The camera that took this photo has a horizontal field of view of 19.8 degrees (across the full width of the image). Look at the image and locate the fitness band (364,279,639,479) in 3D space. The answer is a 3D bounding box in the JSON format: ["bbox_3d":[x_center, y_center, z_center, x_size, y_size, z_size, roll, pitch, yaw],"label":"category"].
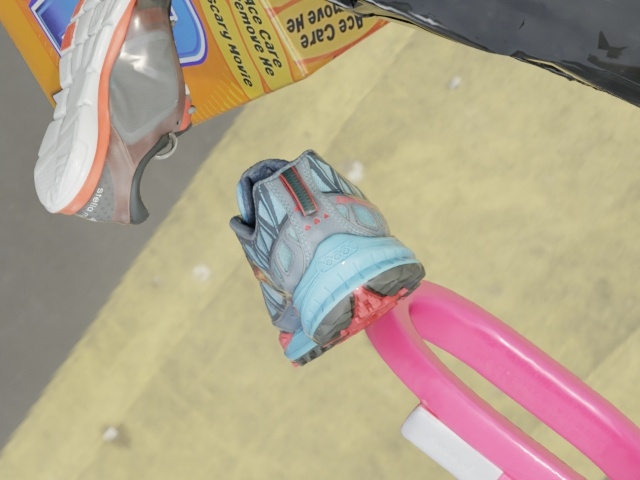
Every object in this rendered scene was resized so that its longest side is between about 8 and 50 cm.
[{"bbox_3d":[0.152,0.134,1.352,0.291,0.209,0.054,38,111,2],"label":"fitness band"}]

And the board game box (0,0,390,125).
[{"bbox_3d":[-0.055,-0.314,1.295,0.356,0.356,0.356,59,152,-9],"label":"board game box"}]

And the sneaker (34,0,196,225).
[{"bbox_3d":[-0.092,-0.079,0.907,0.065,0.158,0.061,23,165,-29],"label":"sneaker"}]

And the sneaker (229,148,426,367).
[{"bbox_3d":[0.000,0.000,1.185,0.125,0.104,0.262,58,170,5],"label":"sneaker"}]

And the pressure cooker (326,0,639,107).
[{"bbox_3d":[0.122,-0.278,0.717,0.370,0.375,0.420,30,103,33],"label":"pressure cooker"}]
